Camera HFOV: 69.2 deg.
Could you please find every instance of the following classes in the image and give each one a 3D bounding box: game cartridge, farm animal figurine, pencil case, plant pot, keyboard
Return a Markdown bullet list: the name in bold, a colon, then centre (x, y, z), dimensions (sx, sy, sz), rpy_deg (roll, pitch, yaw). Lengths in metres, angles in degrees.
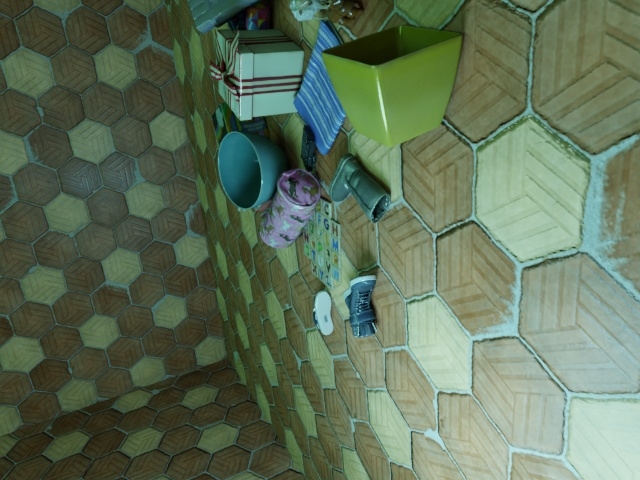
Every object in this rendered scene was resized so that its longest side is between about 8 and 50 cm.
- **game cartridge**: centre (-0.294, -0.877, 1.551), dimensions (0.355, 0.068, 0.230), rpy_deg (-20, 87, 23)
- **farm animal figurine**: centre (-0.012, -0.713, 1.145), dimensions (0.327, 0.172, 0.330), rpy_deg (43, 140, 50)
- **pencil case**: centre (-0.120, -0.109, 1.701), dimensions (0.386, 0.167, 0.160), rpy_deg (130, 155, -60)
- **plant pot**: centre (-0.236, -0.282, 1.796), dimensions (0.290, 0.195, 0.290), rpy_deg (20, 118, 43)
- **plant pot**: centre (0.153, -0.325, 0.989), dimensions (0.212, 0.212, 0.187), rpy_deg (43, 153, 49)
- **keyboard**: centre (-0.042, -0.298, 1.571), dimensions (0.108, 0.023, 0.180), rpy_deg (63, 165, 19)
- **pencil case**: centre (-0.234, -0.742, 1.696), dimensions (0.104, 0.104, 0.236), rpy_deg (54, 147, 39)

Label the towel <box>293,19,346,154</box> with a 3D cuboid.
- **towel**: centre (0.010, -0.449, 1.405), dimensions (0.243, 0.040, 0.336), rpy_deg (65, 153, 21)

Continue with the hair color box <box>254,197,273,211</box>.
- **hair color box**: centre (-0.268, -0.200, 2.112), dimensions (0.167, 0.053, 0.093), rpy_deg (-34, 71, 63)

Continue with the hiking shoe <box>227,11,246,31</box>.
- **hiking shoe**: centre (-0.307, -0.845, 1.746), dimensions (0.304, 0.113, 0.132), rpy_deg (-97, -11, -62)

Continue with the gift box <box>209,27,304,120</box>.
- **gift box**: centre (-0.227, -0.589, 1.569), dimensions (0.255, 0.258, 0.276), rpy_deg (50, 146, 43)

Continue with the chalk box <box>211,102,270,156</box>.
- **chalk box**: centre (-0.326, -0.425, 1.969), dimensions (0.180, 0.179, 0.289), rpy_deg (-11, 94, 65)

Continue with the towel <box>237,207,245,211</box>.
- **towel**: centre (-0.348, -0.279, 2.180), dimensions (0.282, 0.049, 0.187), rpy_deg (119, 151, -55)

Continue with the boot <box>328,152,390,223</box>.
- **boot**: centre (0.112, -0.127, 1.341), dimensions (0.208, 0.076, 0.190), rpy_deg (52, 149, 29)

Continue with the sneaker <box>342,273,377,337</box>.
- **sneaker**: centre (0.135, 0.203, 1.414), dimensions (0.226, 0.086, 0.163), rpy_deg (107, 153, -64)

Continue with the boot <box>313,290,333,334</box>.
- **boot**: centre (-0.003, 0.267, 1.781), dimensions (0.086, 0.069, 0.190), rpy_deg (29, 130, 54)

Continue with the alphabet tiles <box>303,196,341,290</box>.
- **alphabet tiles**: centre (0.000, 0.000, 1.701), dimensions (0.285, 0.011, 0.343), rpy_deg (37, 135, 54)
